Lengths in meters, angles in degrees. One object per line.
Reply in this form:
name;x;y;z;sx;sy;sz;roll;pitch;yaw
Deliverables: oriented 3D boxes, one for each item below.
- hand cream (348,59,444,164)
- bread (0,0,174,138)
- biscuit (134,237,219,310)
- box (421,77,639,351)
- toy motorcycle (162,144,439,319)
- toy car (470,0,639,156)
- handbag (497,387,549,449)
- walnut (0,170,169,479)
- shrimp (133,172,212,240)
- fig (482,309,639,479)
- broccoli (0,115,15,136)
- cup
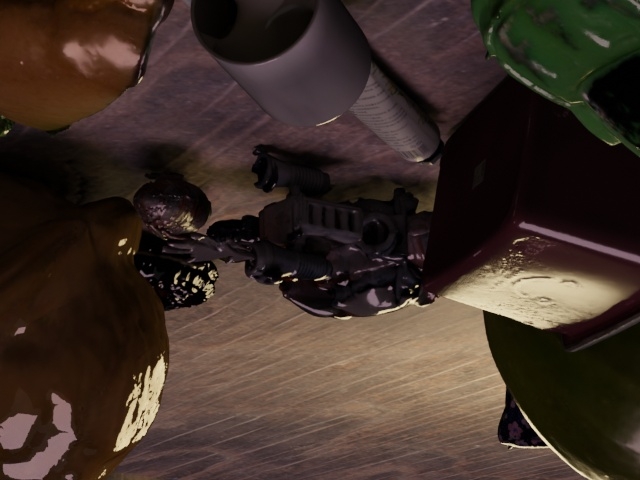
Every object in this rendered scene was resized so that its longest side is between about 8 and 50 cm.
hand cream;0.052;-0.116;1.481;0.067;0.042;0.194;2;159;31
bread;-0.188;-0.176;1.126;0.133;0.174;0.252;16;163;-27
biscuit;-0.211;0.040;1.999;0.195;0.053;0.194;3;162;1
box;0.206;-0.035;1.475;0.168;0.193;0.294;16;161;-11
toy motorcycle;0.000;0.000;1.701;0.401;0.134;0.207;17;158;-41
toy car;0.283;-0.120;1.187;0.359;0.176;0.213;14;159;-29
handbag;0.298;0.131;1.951;0.229;0.207;0.127;-4;177;43
walnut;-0.324;0.109;1.762;0.384;0.383;0.383;3;163;1
shrimp;-0.144;-0.030;1.723;0.073;0.074;0.190;7;-178;5
fig;0.303;0.093;1.712;0.316;0.316;0.316;3;163;1
broccoli;-0.359;-0.102;1.277;0.269;0.241;0.261;-19;-164;-36
cup;-0.035;-0.164;1.281;0.099;0.136;0.133;-35;155;7
